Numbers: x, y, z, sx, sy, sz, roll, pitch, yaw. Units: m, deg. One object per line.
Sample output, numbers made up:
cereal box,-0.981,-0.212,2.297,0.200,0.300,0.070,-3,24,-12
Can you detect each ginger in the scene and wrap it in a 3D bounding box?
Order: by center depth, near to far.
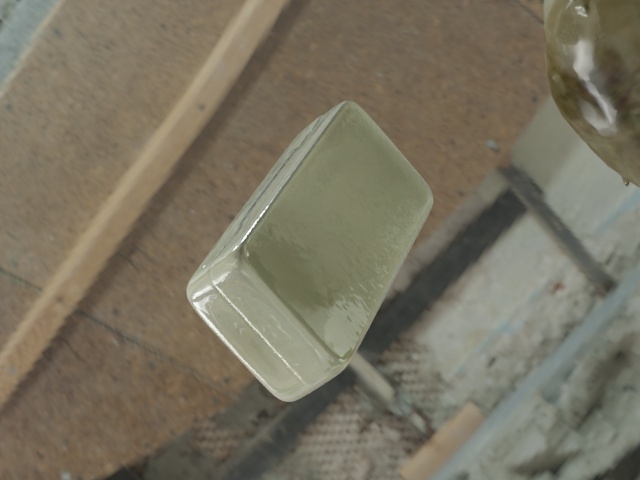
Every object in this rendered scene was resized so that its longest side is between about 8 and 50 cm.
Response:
ginger,0.320,-0.133,1.163,0.155,0.304,0.244,-42,-63,-50

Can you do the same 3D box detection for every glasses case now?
glasses case,0.000,0.000,1.310,0.070,0.313,0.131,-35,-77,31
